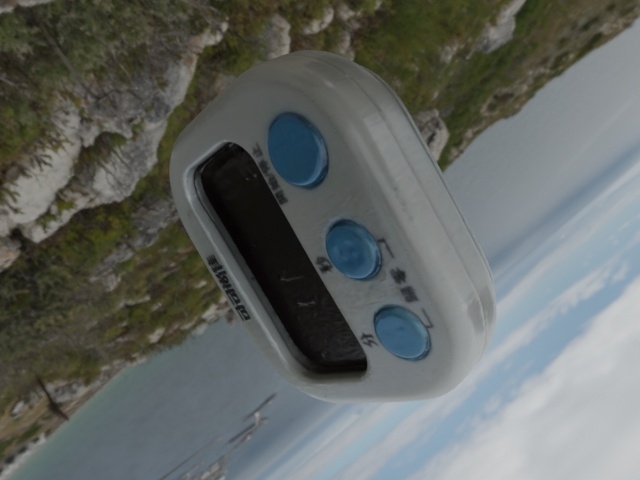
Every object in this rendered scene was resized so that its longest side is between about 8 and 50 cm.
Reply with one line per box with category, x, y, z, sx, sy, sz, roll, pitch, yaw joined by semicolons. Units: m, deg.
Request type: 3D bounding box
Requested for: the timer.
timer;0.000;0.000;0.431;0.087;0.262;0.237;-35;-172;-38
